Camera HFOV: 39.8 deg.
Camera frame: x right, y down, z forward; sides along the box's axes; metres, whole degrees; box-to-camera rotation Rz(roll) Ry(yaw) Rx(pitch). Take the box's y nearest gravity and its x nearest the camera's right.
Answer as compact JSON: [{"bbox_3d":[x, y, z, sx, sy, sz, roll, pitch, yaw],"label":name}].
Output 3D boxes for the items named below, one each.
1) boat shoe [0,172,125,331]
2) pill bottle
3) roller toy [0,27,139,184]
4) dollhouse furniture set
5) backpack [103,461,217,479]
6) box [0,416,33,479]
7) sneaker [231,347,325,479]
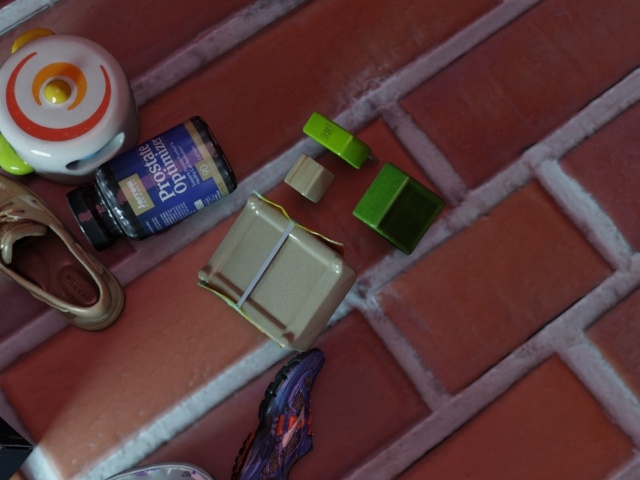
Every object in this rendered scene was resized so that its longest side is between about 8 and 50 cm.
[{"bbox_3d":[-0.416,-0.008,1.233,0.341,0.110,0.122,35,77,6],"label":"boat shoe"},{"bbox_3d":[-0.239,-0.076,1.251,0.219,0.123,0.123,-29,78,-7],"label":"pill bottle"},{"bbox_3d":[-0.361,-0.190,1.265,0.191,0.146,0.209,11,74,0],"label":"roller toy"},{"bbox_3d":[0.000,0.000,1.276,0.197,0.151,0.302,36,94,28],"label":"dollhouse furniture set"},{"bbox_3d":[-0.202,0.407,1.103,0.225,0.191,0.254,-12,71,-5],"label":"backpack"},{"bbox_3d":[-0.498,0.242,1.142,0.207,0.153,0.108,40,77,8],"label":"box"},{"bbox_3d":[-0.043,0.251,1.208,0.087,0.083,0.221,27,79,-11],"label":"sneaker"}]
